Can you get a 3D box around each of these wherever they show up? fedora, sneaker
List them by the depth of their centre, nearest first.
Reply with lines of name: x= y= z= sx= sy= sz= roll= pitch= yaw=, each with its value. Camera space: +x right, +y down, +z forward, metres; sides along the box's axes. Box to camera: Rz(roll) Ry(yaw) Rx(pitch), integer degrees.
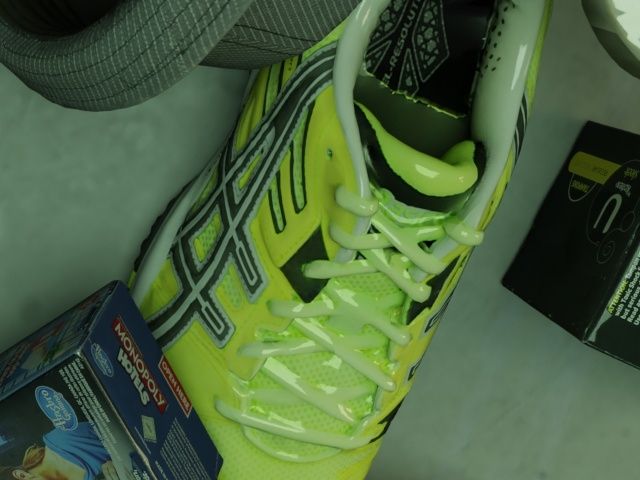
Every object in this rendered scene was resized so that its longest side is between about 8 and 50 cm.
fedora: x=-0.050 y=-0.178 z=0.549 sx=0.124 sy=0.275 sz=0.244 roll=11 pitch=142 yaw=-44
sneaker: x=0.000 y=0.000 z=0.604 sx=0.145 sy=0.147 sz=0.384 roll=13 pitch=100 yaw=-15

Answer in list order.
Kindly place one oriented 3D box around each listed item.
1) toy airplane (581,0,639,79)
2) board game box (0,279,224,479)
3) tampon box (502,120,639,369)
toy airplane: x=0.345 y=-0.099 z=0.527 sx=0.384 sy=0.272 sz=0.386 roll=45 pitch=69 yaw=4
board game box: x=-0.135 y=0.136 z=0.600 sx=0.194 sy=0.060 sz=0.194 roll=-17 pitch=114 yaw=19
tampon box: x=0.195 y=0.023 z=0.659 sx=0.161 sy=0.120 sz=0.101 roll=26 pitch=95 yaw=-15
